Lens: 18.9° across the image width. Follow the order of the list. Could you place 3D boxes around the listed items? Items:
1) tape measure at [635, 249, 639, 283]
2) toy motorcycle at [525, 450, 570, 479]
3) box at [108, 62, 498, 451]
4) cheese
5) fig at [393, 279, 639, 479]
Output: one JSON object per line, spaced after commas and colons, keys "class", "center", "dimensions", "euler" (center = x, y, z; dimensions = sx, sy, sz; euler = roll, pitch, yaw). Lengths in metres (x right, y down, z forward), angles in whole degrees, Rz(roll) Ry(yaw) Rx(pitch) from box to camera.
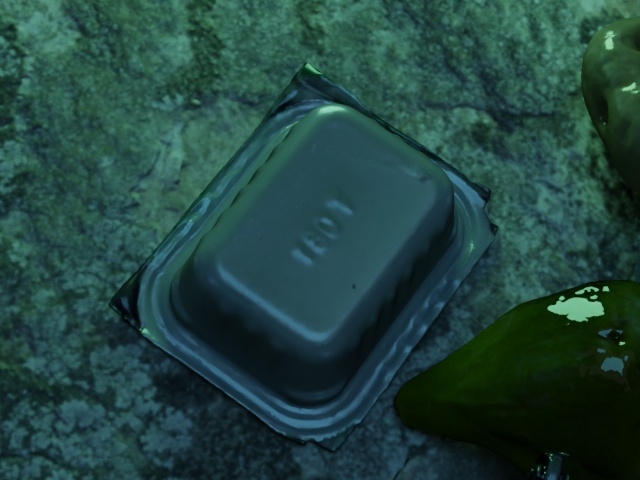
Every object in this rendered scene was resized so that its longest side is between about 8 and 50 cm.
{"class": "tape measure", "center": [0.379, 0.051, 1.824], "dimensions": [0.107, 0.181, 0.182], "euler": [-7, 82, -30]}
{"class": "toy motorcycle", "center": [0.161, 0.287, 1.648], "dimensions": [0.091, 0.263, 0.157], "euler": [17, 58, -1]}
{"class": "box", "center": [0.000, 0.000, 1.836], "dimensions": [0.264, 0.106, 0.337], "euler": [34, 65, 8]}
{"class": "cheese", "center": [0.361, -0.133, 1.923], "dimensions": [0.218, 0.117, 0.235], "euler": [36, 44, 16]}
{"class": "fig", "center": [0.198, 0.137, 1.776], "dimensions": [0.275, 0.206, 0.206], "euler": [-1, 64, 15]}
